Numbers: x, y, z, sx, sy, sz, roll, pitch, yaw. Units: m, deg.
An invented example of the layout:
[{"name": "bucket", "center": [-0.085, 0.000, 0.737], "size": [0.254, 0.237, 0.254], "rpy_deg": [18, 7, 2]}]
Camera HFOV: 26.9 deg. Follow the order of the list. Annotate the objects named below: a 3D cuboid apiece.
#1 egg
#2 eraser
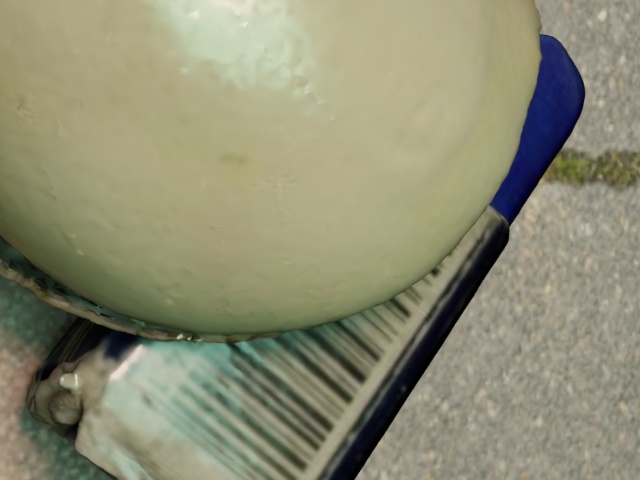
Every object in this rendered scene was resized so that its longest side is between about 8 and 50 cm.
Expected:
[{"name": "egg", "center": [-0.044, -0.098, 0.570], "size": [0.286, 0.174, 0.264], "rpy_deg": [17, 72, 2]}, {"name": "eraser", "center": [0.000, 0.000, 0.700], "size": [0.155, 0.101, 0.332], "rpy_deg": [42, 69, -20]}]
